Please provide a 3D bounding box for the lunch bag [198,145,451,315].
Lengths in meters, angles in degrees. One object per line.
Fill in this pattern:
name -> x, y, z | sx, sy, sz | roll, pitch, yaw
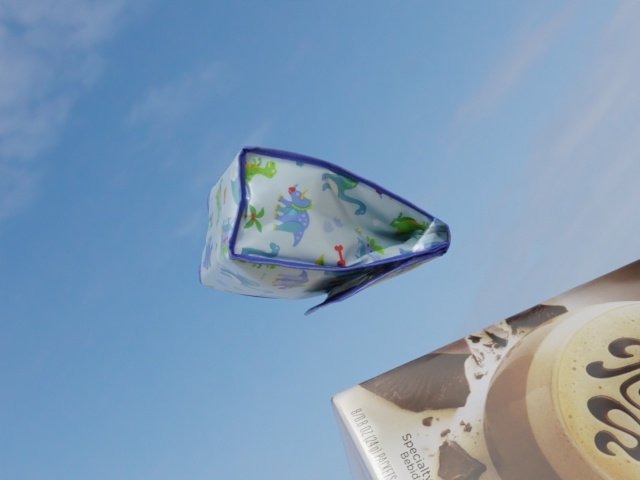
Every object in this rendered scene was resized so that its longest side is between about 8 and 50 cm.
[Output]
lunch bag -> 0.000, 0.000, 0.842 | 0.129, 0.151, 0.096 | 149, 127, -72

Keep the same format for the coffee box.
coffee box -> 0.178, 0.111, 0.636 | 0.297, 0.168, 0.119 | -23, -37, -8
